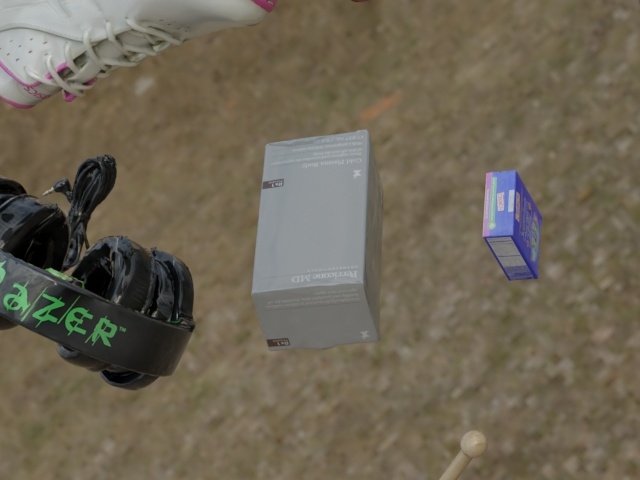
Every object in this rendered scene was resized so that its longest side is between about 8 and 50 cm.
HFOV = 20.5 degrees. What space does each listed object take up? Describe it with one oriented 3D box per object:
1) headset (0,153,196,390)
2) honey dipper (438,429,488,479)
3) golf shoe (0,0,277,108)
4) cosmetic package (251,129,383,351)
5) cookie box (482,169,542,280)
[{"bbox_3d":[-0.222,0.012,1.584,0.185,0.243,0.394,-64,9,0],"label":"headset"},{"bbox_3d":[0.073,0.180,1.199,0.161,0.030,0.030,-60,-1,43],"label":"honey dipper"},{"bbox_3d":[-0.151,-0.150,1.217,0.306,0.115,0.140,10,82,44],"label":"golf shoe"},{"bbox_3d":[0.000,0.000,1.920,0.127,0.107,0.238,-7,42,8],"label":"cosmetic package"},{"bbox_3d":[0.228,-0.017,2.101,0.040,0.107,0.092,-6,57,22],"label":"cookie box"}]
